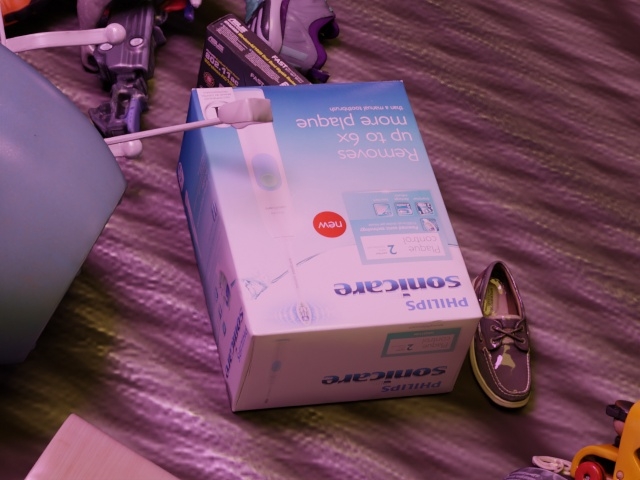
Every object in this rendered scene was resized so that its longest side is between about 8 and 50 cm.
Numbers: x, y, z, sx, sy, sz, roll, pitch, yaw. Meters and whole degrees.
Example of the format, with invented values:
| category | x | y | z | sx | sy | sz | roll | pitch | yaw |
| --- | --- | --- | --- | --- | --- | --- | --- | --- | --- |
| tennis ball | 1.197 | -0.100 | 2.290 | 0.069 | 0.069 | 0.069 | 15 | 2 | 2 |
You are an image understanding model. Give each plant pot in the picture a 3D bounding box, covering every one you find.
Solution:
| category | x | y | z | sx | sy | sz | roll | pitch | yaw |
| --- | --- | --- | --- | --- | --- | --- | --- | --- | --- |
| plant pot | -0.309 | -0.030 | 1.631 | 0.235 | 0.293 | 0.293 | 31 | 49 | -7 |

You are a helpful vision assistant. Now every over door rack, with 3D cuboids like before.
| category | x | y | z | sx | sy | sz | roll | pitch | yaw |
| --- | --- | --- | --- | --- | --- | --- | --- | --- | --- |
| over door rack | -0.183 | -0.197 | 1.749 | 0.108 | 0.324 | 0.240 | -10 | 91 | -57 |

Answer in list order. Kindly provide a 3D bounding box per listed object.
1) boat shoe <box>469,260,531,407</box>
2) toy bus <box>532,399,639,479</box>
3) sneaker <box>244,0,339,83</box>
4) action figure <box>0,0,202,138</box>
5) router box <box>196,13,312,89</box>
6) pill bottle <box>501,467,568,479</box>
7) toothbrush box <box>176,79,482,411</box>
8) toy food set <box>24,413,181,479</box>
| category | x | y | z | sx | sy | sz | roll | pitch | yaw |
| --- | --- | --- | --- | --- | --- | --- | --- | --- | --- |
| boat shoe | 0.169 | 0.086 | 1.788 | 0.056 | 0.049 | 0.152 | -1 | 51 | -14 |
| toy bus | 0.302 | 0.180 | 1.639 | 0.202 | 0.104 | 0.191 | 11 | 6 | -4 |
| sneaker | -0.026 | -0.260 | 2.033 | 0.098 | 0.083 | 0.224 | 24 | 50 | -21 |
| action figure | -0.244 | -0.263 | 1.910 | 0.330 | 0.178 | 0.341 | -5 | 50 | -5 |
| router box | -0.068 | -0.154 | 1.907 | 0.038 | 0.092 | 0.122 | -32 | 63 | -33 |
| pill bottle | 0.122 | 0.300 | 1.543 | 0.130 | 0.130 | 0.245 | 41 | 54 | 21 |
| toothbrush box | 0.000 | 0.000 | 1.772 | 0.216 | 0.126 | 0.296 | -3 | 52 | -15 |
| toy food set | -0.179 | 0.304 | 1.510 | 0.219 | 0.092 | 0.306 | 32 | 51 | -1 |
